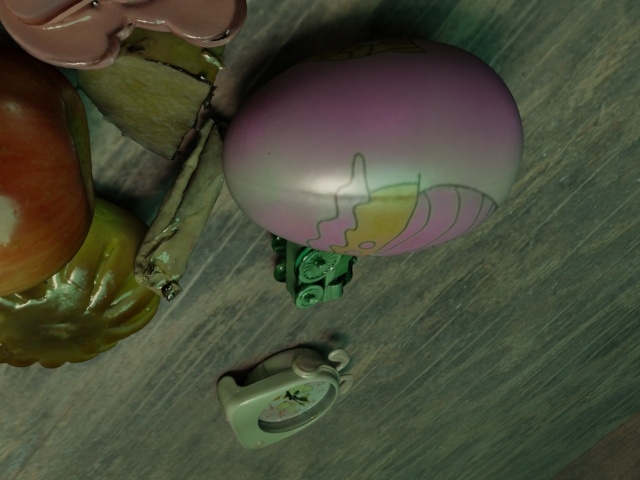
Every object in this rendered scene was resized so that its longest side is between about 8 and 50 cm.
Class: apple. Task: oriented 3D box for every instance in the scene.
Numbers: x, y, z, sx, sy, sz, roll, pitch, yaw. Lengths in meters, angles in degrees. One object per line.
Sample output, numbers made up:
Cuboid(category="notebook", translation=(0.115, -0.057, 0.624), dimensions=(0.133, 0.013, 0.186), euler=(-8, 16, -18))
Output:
Cuboid(category="apple", translation=(-0.250, -0.041, 0.480), dimensions=(0.199, 0.199, 0.199), euler=(-18, 141, -16))

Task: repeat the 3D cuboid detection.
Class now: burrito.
Cuboid(category="burrito", translation=(-0.118, -0.032, 0.628), dimensions=(0.171, 0.042, 0.051), euler=(-65, 152, -6))

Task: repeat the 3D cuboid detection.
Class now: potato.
Cuboid(category="potato", translation=(-0.128, -0.138, 0.549), dimensions=(0.100, 0.089, 0.172), euler=(17, 164, -14))

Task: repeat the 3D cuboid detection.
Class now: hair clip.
Cuboid(category="hair clip", translation=(-0.128, -0.168, 0.452), dimensions=(0.138, 0.123, 0.102), euler=(-30, 172, 16))

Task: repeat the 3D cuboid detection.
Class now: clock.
Cuboid(category="clock", translation=(-0.043, 0.214, 0.999), dimensions=(0.190, 0.062, 0.152), euler=(-23, 141, -10))

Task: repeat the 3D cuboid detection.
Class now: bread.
Cuboid(category="bread", translation=(-0.248, 0.047, 0.643), dimensions=(0.213, 0.105, 0.213), euler=(-19, 144, -14))

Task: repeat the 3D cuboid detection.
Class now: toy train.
Cuboid(category="toy train", translation=(0.000, 0.000, 0.785), dimensions=(0.104, 0.071, 0.178), euler=(-25, 142, -25))

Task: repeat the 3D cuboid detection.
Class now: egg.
Cuboid(category="egg", translation=(0.050, -0.078, 0.622), dimensions=(0.271, 0.196, 0.196), euler=(-20, 143, -32))
